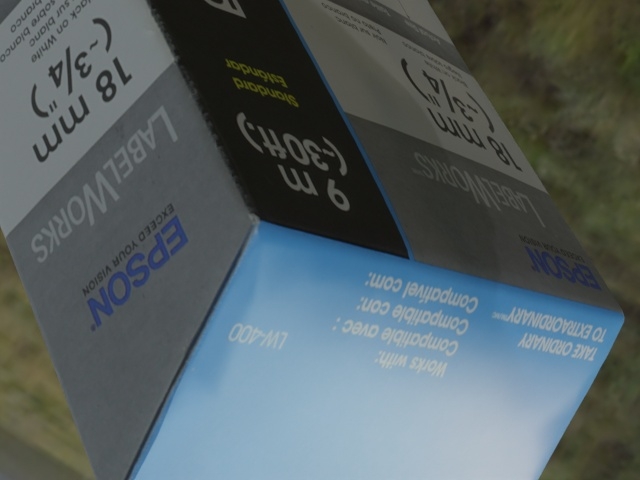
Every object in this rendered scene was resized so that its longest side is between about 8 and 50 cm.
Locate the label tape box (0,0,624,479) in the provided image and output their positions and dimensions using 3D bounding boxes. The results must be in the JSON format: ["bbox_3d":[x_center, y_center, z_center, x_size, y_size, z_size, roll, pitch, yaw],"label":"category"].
[{"bbox_3d":[0.000,0.000,0.586,0.240,0.106,0.334,14,-139,-51],"label":"label tape box"}]
